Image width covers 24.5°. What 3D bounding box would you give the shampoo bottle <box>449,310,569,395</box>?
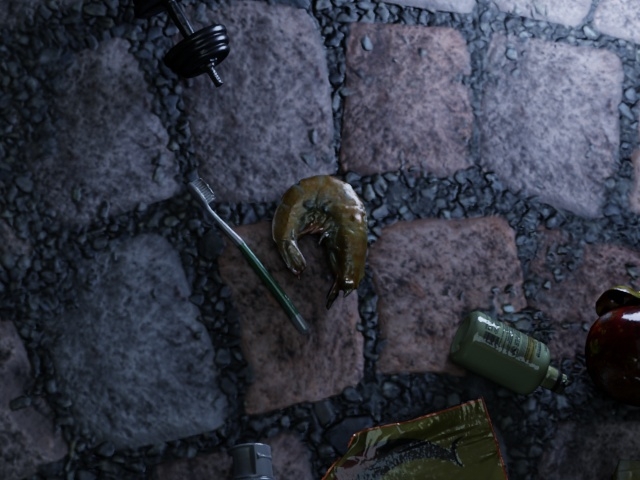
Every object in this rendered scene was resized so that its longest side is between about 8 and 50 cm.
[{"bbox_3d":[0.261,0.162,1.999,0.162,0.079,0.079,26,71,-8],"label":"shampoo bottle"}]

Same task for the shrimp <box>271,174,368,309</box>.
[{"bbox_3d":[0.001,0.001,1.994,0.132,0.052,0.188,-6,70,-4],"label":"shrimp"}]

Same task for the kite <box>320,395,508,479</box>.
[{"bbox_3d":[0.150,0.381,1.949,0.327,0.013,0.378,35,70,-4],"label":"kite"}]

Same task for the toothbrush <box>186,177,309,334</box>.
[{"bbox_3d":[-0.095,0.022,1.974,0.024,0.018,0.257,-35,86,-26],"label":"toothbrush"}]

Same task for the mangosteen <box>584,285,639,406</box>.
[{"bbox_3d":[0.449,0.137,2.020,0.181,0.145,0.156,-48,126,-28],"label":"mangosteen"}]

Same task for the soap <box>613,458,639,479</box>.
[{"bbox_3d":[0.466,0.454,1.932,0.199,0.091,0.315,5,72,21],"label":"soap"}]

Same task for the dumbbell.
[{"bbox_3d":[-0.189,-0.297,1.987,0.099,0.099,0.209,-30,85,-19],"label":"dumbbell"}]

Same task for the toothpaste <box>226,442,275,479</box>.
[{"bbox_3d":[-0.077,0.389,1.842,0.096,0.061,0.266,-5,69,-5],"label":"toothpaste"}]
